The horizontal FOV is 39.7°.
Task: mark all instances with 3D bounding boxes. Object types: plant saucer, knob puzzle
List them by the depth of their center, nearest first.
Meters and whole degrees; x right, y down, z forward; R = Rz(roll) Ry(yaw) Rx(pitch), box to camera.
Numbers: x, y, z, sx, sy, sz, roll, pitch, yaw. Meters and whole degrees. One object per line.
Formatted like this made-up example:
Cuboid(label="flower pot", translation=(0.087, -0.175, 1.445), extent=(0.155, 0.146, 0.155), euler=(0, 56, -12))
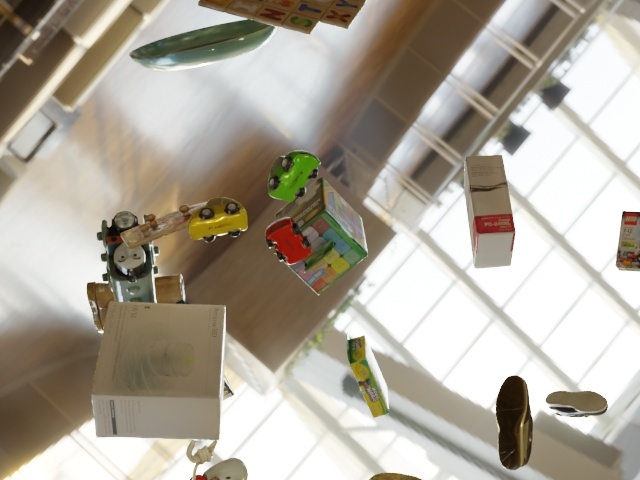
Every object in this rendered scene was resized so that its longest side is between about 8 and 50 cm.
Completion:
Cuboid(label="knob puzzle", translation=(-0.274, -0.044, 1.637), extent=(0.213, 0.030, 0.213), euler=(-19, -167, 5))
Cuboid(label="plant saucer", translation=(-0.233, -0.401, 1.824), extent=(0.317, 0.317, 0.043), euler=(-40, 125, -50))

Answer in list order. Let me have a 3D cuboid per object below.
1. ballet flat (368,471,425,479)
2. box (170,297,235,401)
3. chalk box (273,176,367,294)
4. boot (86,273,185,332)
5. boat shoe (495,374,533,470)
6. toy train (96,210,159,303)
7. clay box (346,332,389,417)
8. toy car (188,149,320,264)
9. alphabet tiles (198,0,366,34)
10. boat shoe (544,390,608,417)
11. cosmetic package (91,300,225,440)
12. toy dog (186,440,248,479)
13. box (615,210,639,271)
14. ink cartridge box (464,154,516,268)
Cuboid(label="ballet flat", translation=(0.286, 0.707, 2.338), extent=(0.123, 0.348, 0.123), euler=(20, 90, -87))
Cuboid(label="box", translation=(-0.281, 0.262, 2.080), extent=(0.051, 0.220, 0.175), euler=(-28, 158, -8))
Cuboid(label="chalk box", translation=(0.000, 0.000, 1.704), extent=(0.132, 0.132, 0.213), euler=(-38, -157, 17))
Cuboid(label="boot", translation=(-0.531, 0.190, 2.600), extent=(0.269, 0.089, 0.236), euler=(-4, 148, -5))
Cuboid(label="boat shoe", translation=(0.319, 0.295, 1.447), extent=(0.049, 0.056, 0.152), euler=(7, 87, -48))
Cuboid(label="toy train", translation=(-0.446, 0.079, 2.104), extent=(0.142, 0.190, 0.334), euler=(-8, 147, -14))
Cuboid(label="clay box", translation=(0.129, 0.364, 2.456), extent=(0.053, 0.222, 0.127), euler=(-18, -155, 10))
Cuboid(label="toy car", translation=(-0.078, -0.070, 1.458), extent=(0.239, 0.053, 0.225), euler=(15, 127, -34))
Cuboid(label="alphabet tiles", translation=(-0.082, -0.501, 1.763), extent=(0.285, 0.342, 0.011), euler=(-62, 165, -47))
Cuboid(label="boat shoe", translation=(0.444, 0.286, 1.525), extent=(0.125, 0.038, 0.046), euler=(-9, -147, 51))
Cuboid(label="cosmetic package", translation=(-0.290, 0.238, 1.637), extent=(0.224, 0.225, 0.138), euler=(-94, -171, -48))
Cuboid(label="toy dog", translation=(-0.283, 0.579, 1.894), extent=(0.334, 0.161, 0.220), euler=(-35, 139, -20))
Cuboid(label="box", translation=(0.663, 0.007, 1.650), extent=(0.036, 0.207, 0.114), euler=(29, 68, -58))
Cuboid(label="ink cartridge box", translation=(0.268, -0.047, 1.414), extent=(0.109, 0.063, 0.150), euler=(77, 10, -58))
